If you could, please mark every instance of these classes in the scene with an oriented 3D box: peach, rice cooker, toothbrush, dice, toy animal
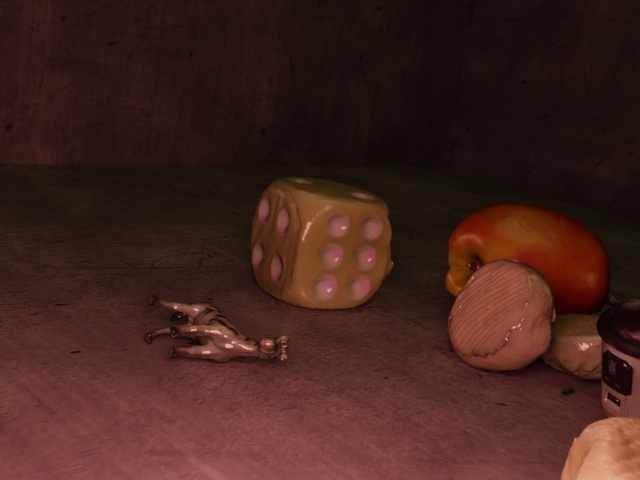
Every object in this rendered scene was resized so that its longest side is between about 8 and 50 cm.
[{"bbox_3d":[0.506,0.046,1.828,0.380,0.243,0.306,4,12,-39],"label":"peach"},{"bbox_3d":[0.592,0.207,1.335,0.241,0.227,0.280,-10,21,-14],"label":"rice cooker"},{"bbox_3d":[0.795,0.132,2.272,0.026,0.024,0.288,-4,15,1],"label":"toothbrush"},{"bbox_3d":[0.000,0.000,1.769,0.254,0.252,0.249,1,18,-30],"label":"dice"},{"bbox_3d":[-0.192,0.165,1.344,0.255,0.090,0.170,23,15,36],"label":"toy animal"}]

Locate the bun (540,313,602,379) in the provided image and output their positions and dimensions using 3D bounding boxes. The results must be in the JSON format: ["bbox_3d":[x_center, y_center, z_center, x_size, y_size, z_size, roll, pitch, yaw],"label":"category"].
[{"bbox_3d":[0.527,0.214,1.566,0.221,0.108,0.221,-3,8,0],"label":"bun"}]

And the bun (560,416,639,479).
[{"bbox_3d":[0.391,0.331,0.780,0.348,0.228,0.352,-4,17,-44],"label":"bun"}]

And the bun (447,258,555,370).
[{"bbox_3d":[0.359,0.150,1.536,0.141,0.239,0.239,37,2,-26],"label":"bun"}]
